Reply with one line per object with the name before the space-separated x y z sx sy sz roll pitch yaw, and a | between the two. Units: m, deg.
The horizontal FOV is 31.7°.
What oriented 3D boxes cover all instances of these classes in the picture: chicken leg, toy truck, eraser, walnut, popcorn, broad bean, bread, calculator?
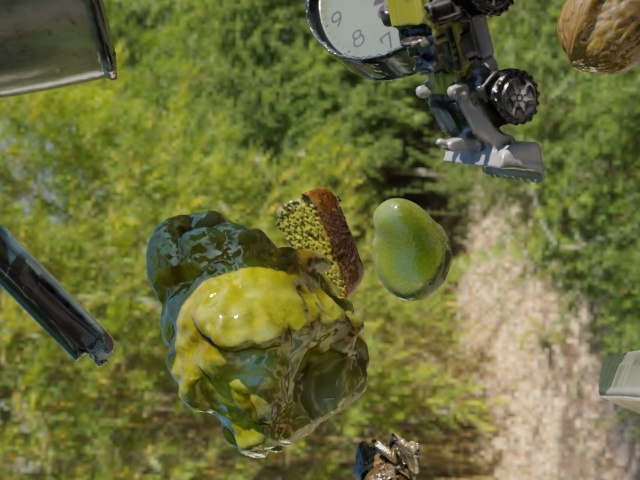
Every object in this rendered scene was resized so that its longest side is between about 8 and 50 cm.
chicken leg | 0.085 0.321 1.498 0.196 0.080 0.125 117 154 -75
toy truck | 0.143 -0.181 1.173 0.136 0.111 0.286 15 127 60
eraser | 0.374 0.162 1.239 0.352 0.089 0.061 72 -139 -82
walnut | 0.274 -0.207 1.043 0.124 0.105 0.105 -49 -3 -4
popcorn | -0.092 0.130 1.551 0.293 0.292 0.334 -54 -40 -25
broad bean | 0.072 0.006 0.896 0.045 0.063 0.083 4 -111 -79
bread | 0.000 0.000 1.729 0.065 0.103 0.187 -41 -64 -34
calculator | -0.348 0.038 1.306 0.293 0.051 0.173 49 169 -17

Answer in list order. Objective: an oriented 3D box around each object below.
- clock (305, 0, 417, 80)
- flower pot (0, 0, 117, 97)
clock | 0.111 -0.373 1.551 0.061 0.312 0.313 26 -120 -47
flower pot | -0.436 -0.307 1.359 0.293 0.330 0.294 167 90 -81
